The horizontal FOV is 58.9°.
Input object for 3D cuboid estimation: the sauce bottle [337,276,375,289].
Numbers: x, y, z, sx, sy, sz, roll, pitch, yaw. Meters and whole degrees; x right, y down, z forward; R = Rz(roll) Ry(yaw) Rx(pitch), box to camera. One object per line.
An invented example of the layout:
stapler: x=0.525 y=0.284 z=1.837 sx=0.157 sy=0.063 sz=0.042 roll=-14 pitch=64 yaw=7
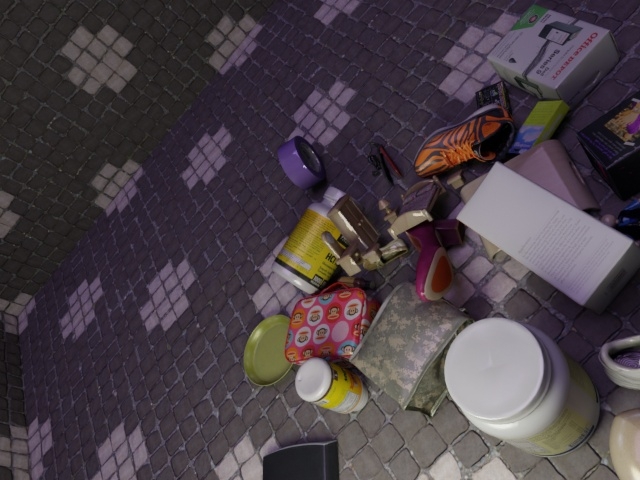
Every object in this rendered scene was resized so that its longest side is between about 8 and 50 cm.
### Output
sauce bottle: x=0.112 y=0.136 z=1.779 sx=0.128 sy=0.042 sz=0.042 roll=4 pitch=68 yaw=42

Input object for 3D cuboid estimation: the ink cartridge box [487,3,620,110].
ink cartridge box: x=0.666 y=-0.531 z=1.636 sx=0.211 sy=0.121 sz=0.289 roll=-49 pitch=43 yaw=8

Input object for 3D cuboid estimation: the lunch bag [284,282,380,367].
lunch bag: x=0.035 y=0.253 z=1.718 sx=0.293 sy=0.120 sz=0.258 roll=-13 pitch=57 yaw=37

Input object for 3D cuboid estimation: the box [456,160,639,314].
box: x=0.527 y=-0.006 z=1.308 sx=0.345 sy=0.215 sz=0.168 roll=42 pitch=104 yaw=36

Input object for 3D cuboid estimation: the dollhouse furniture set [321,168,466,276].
dollhouse furniture set: x=0.204 y=-0.102 z=1.631 sx=0.355 sy=0.174 sz=0.303 roll=-31 pitch=14 yaw=36

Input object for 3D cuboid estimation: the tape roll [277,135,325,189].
tape roll: x=-0.068 y=-0.287 z=2.094 sx=0.080 sy=0.189 sz=0.189 roll=-30 pitch=48 yaw=24

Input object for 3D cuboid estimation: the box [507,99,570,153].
box: x=0.604 y=-0.307 z=1.587 sx=0.178 sy=0.042 sz=0.109 roll=-56 pitch=20 yaw=0

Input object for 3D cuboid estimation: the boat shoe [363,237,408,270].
boat shoe: x=0.199 y=0.052 z=1.745 sx=0.153 sy=0.056 sz=0.048 roll=-31 pitch=43 yaw=14

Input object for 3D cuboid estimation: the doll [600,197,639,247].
doll: x=0.750 y=-0.046 z=1.316 sx=0.189 sy=0.046 sz=0.129 roll=0 pitch=74 yaw=49

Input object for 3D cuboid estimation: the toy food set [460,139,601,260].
toy food set: x=0.548 y=-0.104 z=1.519 sx=0.306 sy=0.092 sz=0.220 roll=-31 pitch=59 yaw=26

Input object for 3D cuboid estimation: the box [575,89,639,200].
box: x=0.777 y=-0.248 z=1.330 sx=0.270 sy=0.165 sz=0.143 roll=-36 pitch=46 yaw=21

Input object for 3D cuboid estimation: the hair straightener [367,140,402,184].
hair straightener: x=0.199 y=-0.266 z=1.945 sx=0.089 sy=0.047 sz=0.230 roll=-40 pitch=45 yaw=16

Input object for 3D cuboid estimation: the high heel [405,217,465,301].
high heel: x=0.272 y=0.054 z=1.544 sx=0.181 sy=0.127 sz=0.377 roll=-9 pitch=22 yaw=30

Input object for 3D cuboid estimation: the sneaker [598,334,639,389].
sneaker: x=0.704 y=0.243 z=1.102 sx=0.305 sy=0.152 sz=0.114 roll=-9 pitch=57 yaw=37

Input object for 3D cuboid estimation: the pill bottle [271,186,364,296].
pill bottle: x=0.000 y=0.000 z=1.856 sx=0.188 sy=0.188 sz=0.334 roll=29 pitch=86 yaw=47

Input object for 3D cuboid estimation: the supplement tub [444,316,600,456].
supplement tub: x=0.422 y=0.307 z=1.186 sx=0.235 sy=0.324 sz=0.236 roll=-22 pitch=52 yaw=31

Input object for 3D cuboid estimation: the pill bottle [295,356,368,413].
pill bottle: x=0.038 y=0.403 z=1.551 sx=0.117 sy=0.215 sz=0.117 roll=-22 pitch=52 yaw=31

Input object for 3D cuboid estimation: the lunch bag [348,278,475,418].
lunch bag: x=0.252 y=0.268 z=1.480 sx=0.235 sy=0.169 sz=0.287 roll=33 pitch=93 yaw=48

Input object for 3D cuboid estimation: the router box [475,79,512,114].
router box: x=0.534 y=-0.424 z=1.750 sx=0.092 sy=0.038 sz=0.123 roll=-20 pitch=53 yaw=33

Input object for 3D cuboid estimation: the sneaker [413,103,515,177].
sneaker: x=0.419 y=-0.269 z=1.664 sx=0.321 sy=0.124 sz=0.180 roll=-36 pitch=26 yaw=20

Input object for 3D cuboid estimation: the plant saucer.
plant saucer: x=-0.156 y=0.366 z=1.880 sx=0.240 sy=0.037 sz=0.241 roll=-21 pitch=52 yaw=30

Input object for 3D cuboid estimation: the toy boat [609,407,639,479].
toy boat: x=0.620 y=0.473 z=1.061 sx=0.318 sy=0.148 sz=0.267 roll=-41 pitch=49 yaw=4

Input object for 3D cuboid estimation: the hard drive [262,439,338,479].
hard drive: x=-0.064 y=0.660 z=1.602 sx=0.254 sy=0.054 sz=0.172 roll=-23 pitch=51 yaw=30
